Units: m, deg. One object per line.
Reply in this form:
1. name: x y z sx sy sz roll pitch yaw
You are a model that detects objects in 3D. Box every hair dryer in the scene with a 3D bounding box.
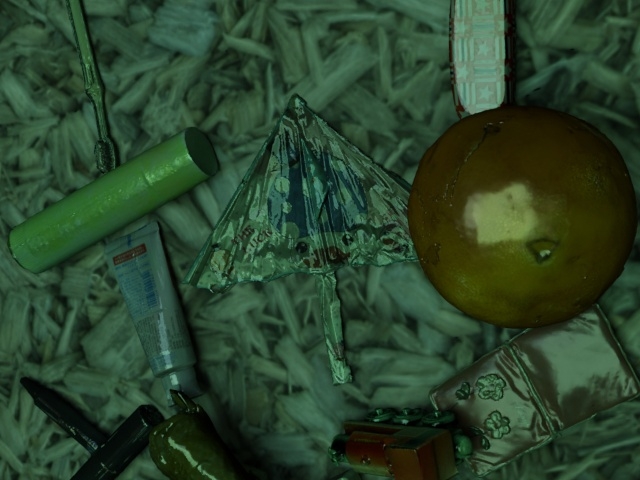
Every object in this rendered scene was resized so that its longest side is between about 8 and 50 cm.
1. hair dryer: -0.326 0.236 1.429 0.173 0.050 0.195 -44 78 17

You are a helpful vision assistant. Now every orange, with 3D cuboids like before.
1. orange: 0.209 -0.026 1.100 0.240 0.240 0.240 3 98 20

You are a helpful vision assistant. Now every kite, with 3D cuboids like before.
1. kite: 0.000 0.000 1.291 0.406 0.014 0.368 -8 94 21

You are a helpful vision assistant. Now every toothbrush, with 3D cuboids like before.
1. toothbrush: -0.303 -0.226 1.367 0.026 0.028 0.294 -11 88 20

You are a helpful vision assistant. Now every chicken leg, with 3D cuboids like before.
1. chicken leg: -0.067 0.356 1.249 0.429 0.153 0.201 46 137 15

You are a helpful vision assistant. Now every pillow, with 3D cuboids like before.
1. pillow: 0.245 0.170 1.209 0.232 0.043 0.126 -34 82 21

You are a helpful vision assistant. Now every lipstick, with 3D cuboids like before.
1. lipstick: -0.272 -0.046 1.352 0.304 0.076 0.076 -26 88 21

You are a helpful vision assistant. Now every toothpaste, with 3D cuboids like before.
1. toothpaste: -0.213 0.098 1.365 0.089 0.057 0.234 -23 83 21

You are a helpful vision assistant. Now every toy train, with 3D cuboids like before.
1. toy train: 0.086 0.240 1.220 0.176 0.118 0.074 -3 99 44

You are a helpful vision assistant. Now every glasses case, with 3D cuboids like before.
1. glasses case: 0.183 -0.223 1.174 0.073 0.049 0.194 2 98 21

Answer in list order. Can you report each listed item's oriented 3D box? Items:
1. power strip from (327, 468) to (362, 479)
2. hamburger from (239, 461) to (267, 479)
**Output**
1. power strip: 0.080 0.461 1.309 0.106 0.043 0.367 -31 86 21
2. hamburger: -0.132 0.326 1.365 0.121 0.054 0.084 12 100 11
